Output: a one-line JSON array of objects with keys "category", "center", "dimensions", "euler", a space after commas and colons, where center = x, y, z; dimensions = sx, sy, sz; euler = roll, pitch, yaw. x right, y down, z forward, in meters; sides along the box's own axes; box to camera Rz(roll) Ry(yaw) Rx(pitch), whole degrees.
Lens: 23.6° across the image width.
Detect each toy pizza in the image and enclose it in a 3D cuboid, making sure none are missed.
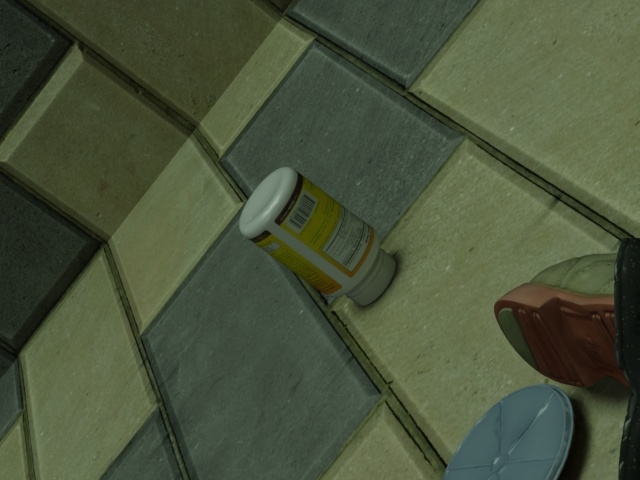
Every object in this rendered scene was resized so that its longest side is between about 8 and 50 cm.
[{"category": "toy pizza", "center": [0.196, 0.239, 1.587], "dimensions": [0.201, 0.032, 0.201], "euler": [-46, 20, 22]}]

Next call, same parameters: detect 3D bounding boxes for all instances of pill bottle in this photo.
[{"category": "pill bottle", "center": [0.000, 0.000, 2.142], "dimensions": [0.117, 0.215, 0.117], "euler": [-44, 22, 23]}]

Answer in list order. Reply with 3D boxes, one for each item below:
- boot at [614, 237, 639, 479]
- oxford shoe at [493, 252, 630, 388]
[{"category": "boot", "center": [0.349, 0.156, 1.216], "dimensions": [0.222, 0.338, 0.118], "euler": [-1, 11, 13]}, {"category": "oxford shoe", "center": [0.325, 0.068, 1.442], "dimensions": [0.146, 0.140, 0.397], "euler": [-38, 24, -20]}]
